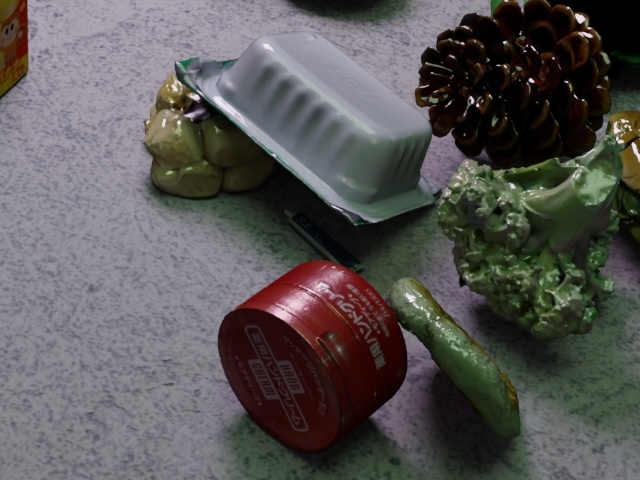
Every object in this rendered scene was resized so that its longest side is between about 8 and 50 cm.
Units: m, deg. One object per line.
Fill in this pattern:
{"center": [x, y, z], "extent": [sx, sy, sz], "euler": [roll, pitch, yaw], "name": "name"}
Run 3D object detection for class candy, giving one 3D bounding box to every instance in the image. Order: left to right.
{"center": [-0.464, -0.317, 1.945], "extent": [0.088, 0.276, 0.146], "euler": [23, 46, 13], "name": "candy"}

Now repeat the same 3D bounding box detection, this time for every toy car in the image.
{"center": [0.441, -0.355, 2.214], "extent": [0.359, 0.213, 0.176], "euler": [-2, 9, -17], "name": "toy car"}

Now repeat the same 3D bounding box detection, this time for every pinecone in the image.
{"center": [0.256, -0.217, 1.971], "extent": [0.292, 0.246, 0.246], "euler": [-5, 41, -45], "name": "pinecone"}

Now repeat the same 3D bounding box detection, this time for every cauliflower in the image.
{"center": [0.279, -0.023, 1.760], "extent": [0.256, 0.315, 0.239], "euler": [40, 47, -1], "name": "cauliflower"}

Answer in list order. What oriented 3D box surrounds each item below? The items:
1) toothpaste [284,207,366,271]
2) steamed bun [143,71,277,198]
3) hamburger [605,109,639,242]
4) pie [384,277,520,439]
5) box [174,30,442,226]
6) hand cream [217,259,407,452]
{"center": [0.000, 0.000, 1.875], "extent": [0.037, 0.021, 0.140], "euler": [-27, 55, -34], "name": "toothpaste"}
{"center": [-0.144, -0.149, 1.947], "extent": [0.192, 0.106, 0.177], "euler": [6, 44, -6], "name": "steamed bun"}
{"center": [0.496, -0.073, 1.920], "extent": [0.266, 0.134, 0.285], "euler": [-2, 41, -33], "name": "hamburger"}
{"center": [0.158, 0.132, 1.638], "extent": [0.054, 0.240, 0.240], "euler": [-41, 54, 3], "name": "pie"}
{"center": [0.011, -0.172, 1.911], "extent": [0.337, 0.106, 0.264], "euler": [39, 28, 18], "name": "box"}
{"center": [-0.008, 0.127, 1.612], "extent": [0.193, 0.193, 0.125], "euler": [33, 48, 24], "name": "hand cream"}
